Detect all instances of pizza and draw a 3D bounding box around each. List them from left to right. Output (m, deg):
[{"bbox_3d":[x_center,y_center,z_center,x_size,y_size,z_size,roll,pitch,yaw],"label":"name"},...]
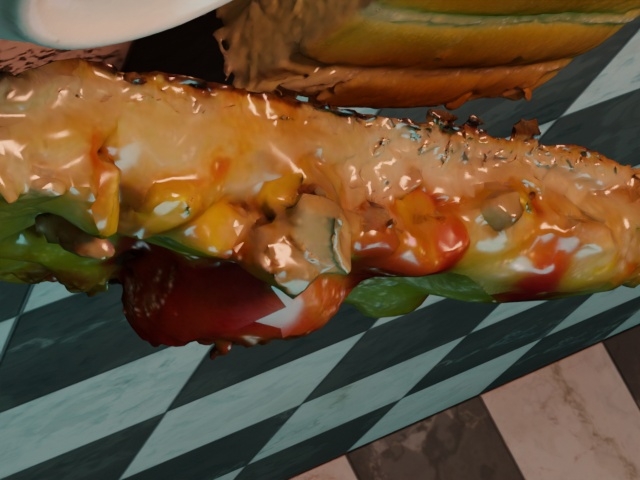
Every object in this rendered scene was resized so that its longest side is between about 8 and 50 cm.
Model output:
[{"bbox_3d":[0.000,0.000,0.932,0.406,0.130,0.440,4,176,-1],"label":"pizza"}]

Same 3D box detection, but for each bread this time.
[{"bbox_3d":[0.090,-0.160,0.897,0.246,0.111,0.239,-8,157,-48],"label":"bread"}]

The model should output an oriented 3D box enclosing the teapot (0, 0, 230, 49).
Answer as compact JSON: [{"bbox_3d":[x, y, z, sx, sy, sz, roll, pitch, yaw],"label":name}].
[{"bbox_3d":[-0.065,-0.157,0.583,0.204,0.139,0.298,-21,167,-17],"label":"teapot"}]
